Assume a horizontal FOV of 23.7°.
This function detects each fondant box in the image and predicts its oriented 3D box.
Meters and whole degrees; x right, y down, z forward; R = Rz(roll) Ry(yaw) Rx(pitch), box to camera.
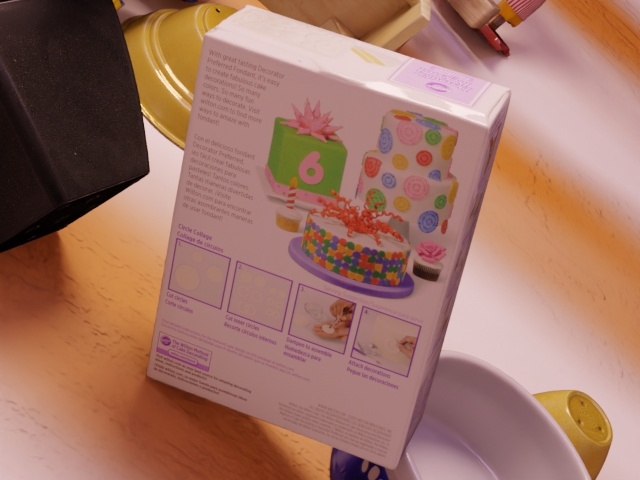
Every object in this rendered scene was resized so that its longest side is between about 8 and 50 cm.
[{"bbox_3d":[0.000,0.000,1.271,0.238,0.330,0.096,19,30,12],"label":"fondant box"}]

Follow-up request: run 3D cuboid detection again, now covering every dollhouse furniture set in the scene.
[{"bbox_3d":[0.254,-0.380,2.082,0.152,0.201,0.374,50,14,7],"label":"dollhouse furniture set"}]

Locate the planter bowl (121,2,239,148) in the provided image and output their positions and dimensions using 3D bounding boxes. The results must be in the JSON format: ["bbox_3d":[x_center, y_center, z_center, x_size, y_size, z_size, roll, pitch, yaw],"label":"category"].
[{"bbox_3d":[-0.109,-0.189,1.645,0.217,0.090,0.217,31,36,-25],"label":"planter bowl"}]

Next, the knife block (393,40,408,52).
[{"bbox_3d":[0.011,-0.332,1.945,0.242,0.088,0.275,49,32,6],"label":"knife block"}]

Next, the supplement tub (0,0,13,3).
[{"bbox_3d":[-0.241,-0.301,1.371,0.193,0.316,0.194,13,65,-30],"label":"supplement tub"}]

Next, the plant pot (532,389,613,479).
[{"bbox_3d":[0.253,0.212,1.616,0.134,0.095,0.134,30,36,-25],"label":"plant pot"}]

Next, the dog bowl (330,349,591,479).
[{"bbox_3d":[0.141,0.241,1.447,0.265,0.104,0.265,30,35,-24],"label":"dog bowl"}]

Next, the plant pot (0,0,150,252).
[{"bbox_3d":[-0.257,-0.091,1.296,0.188,0.187,0.167,-28,90,-57],"label":"plant pot"}]

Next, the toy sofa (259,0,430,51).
[{"bbox_3d":[-0.047,-0.349,1.652,0.362,0.150,0.177,39,33,-25],"label":"toy sofa"}]

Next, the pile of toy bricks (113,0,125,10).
[{"bbox_3d":[-0.248,-0.323,1.575,0.212,0.118,0.105,52,-14,-9],"label":"pile of toy bricks"}]

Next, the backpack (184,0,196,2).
[{"bbox_3d":[-0.152,-0.341,1.755,0.098,0.101,0.120,32,36,-9],"label":"backpack"}]
